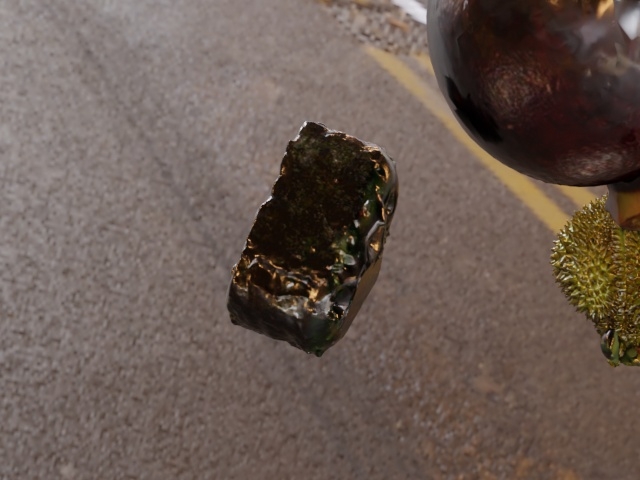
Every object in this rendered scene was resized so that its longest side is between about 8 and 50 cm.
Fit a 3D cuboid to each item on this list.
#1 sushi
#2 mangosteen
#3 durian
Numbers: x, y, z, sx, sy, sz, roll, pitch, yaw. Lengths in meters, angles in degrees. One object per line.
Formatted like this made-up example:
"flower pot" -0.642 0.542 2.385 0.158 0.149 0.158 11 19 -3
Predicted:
"sushi" 0.000 0.000 1.168 0.127 0.124 0.225 18 66 11
"mangosteen" 0.259 -0.172 0.992 0.347 0.307 0.307 38 23 -22
"durian" 0.355 0.040 1.341 0.198 0.159 0.146 61 15 25
